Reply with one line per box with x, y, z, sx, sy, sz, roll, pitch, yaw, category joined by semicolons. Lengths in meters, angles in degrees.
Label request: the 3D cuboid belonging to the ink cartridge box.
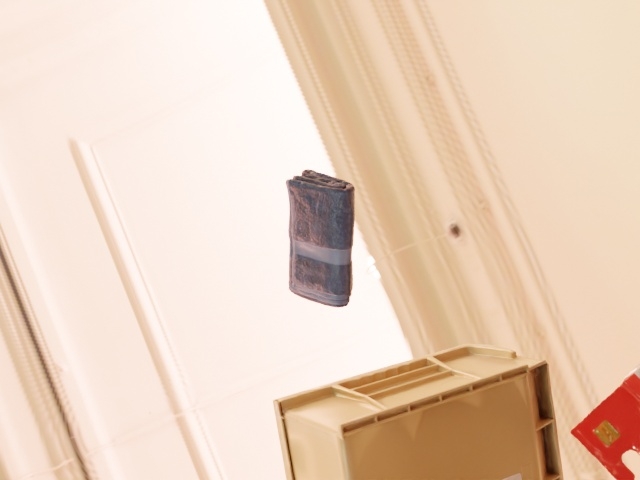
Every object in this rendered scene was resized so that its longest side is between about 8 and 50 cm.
0.387;0.179;1.025;0.224;0.056;0.181;-45;-105;7;ink cartridge box

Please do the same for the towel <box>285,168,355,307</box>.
0.000;0.000;0.939;0.029;0.067;0.119;-27;-54;-49;towel

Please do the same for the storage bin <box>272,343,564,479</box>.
0.113;0.261;1.049;0.260;0.123;0.262;-13;-82;-28;storage bin
